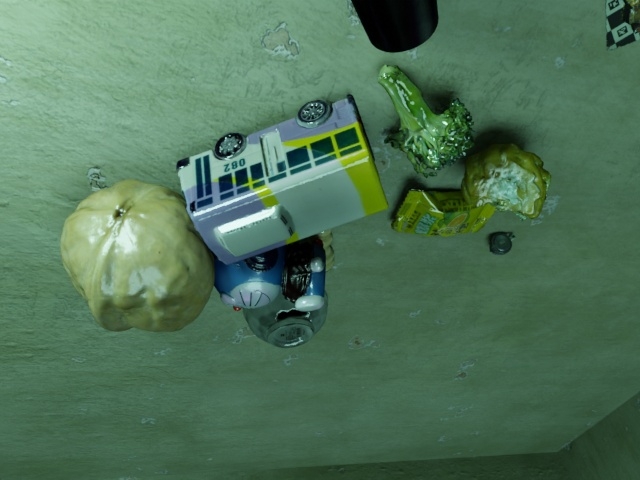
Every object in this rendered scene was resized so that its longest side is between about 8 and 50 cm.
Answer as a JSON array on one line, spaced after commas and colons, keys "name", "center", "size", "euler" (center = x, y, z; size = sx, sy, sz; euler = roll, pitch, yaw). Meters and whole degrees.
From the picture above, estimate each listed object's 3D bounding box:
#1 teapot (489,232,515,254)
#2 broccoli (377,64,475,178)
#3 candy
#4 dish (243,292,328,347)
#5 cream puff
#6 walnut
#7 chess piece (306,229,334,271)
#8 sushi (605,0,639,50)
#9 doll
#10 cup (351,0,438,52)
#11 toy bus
[{"name": "teapot", "center": [0.553, 0.011, 1.931], "size": [0.088, 0.066, 0.057], "euler": [-28, 165, -18]}, {"name": "broccoli", "center": [0.217, -0.281, 1.454], "size": [0.275, 0.177, 0.198], "euler": [36, 162, -11]}, {"name": "candy", "center": [0.350, -0.078, 1.741], "size": [0.297, 0.081, 0.187], "euler": [1, 141, -16]}, {"name": "dish", "center": [-0.100, 0.249, 1.979], "size": [0.303, 0.120, 0.303], "euler": [-8, 142, -6]}, {"name": "cream puff", "center": [0.469, -0.165, 1.594], "size": [0.221, 0.194, 0.194], "euler": [18, 138, 5]}, {"name": "walnut", "center": [-0.421, 0.046, 1.482], "size": [0.381, 0.381, 0.381], "euler": [-8, 141, -6]}, {"name": "chess piece", "center": [0.000, 0.000, 1.736], "size": [0.094, 0.094, 0.170], "euler": [-4, 135, -11]}, {"name": "sushi", "center": [0.699, -0.526, 1.332], "size": [0.193, 0.043, 0.279], "euler": [-19, 141, 8]}, {"name": "doll", "center": [-0.144, 0.072, 1.644], "size": [0.310, 0.240, 0.284], "euler": [6, 162, -4]}, {"name": "cup", "center": [0.168, -0.471, 1.157], "size": [0.239, 0.166, 0.177], "euler": [-20, 144, 10]}, {"name": "toy bus", "center": [-0.088, -0.122, 1.432], "size": [0.440, 0.249, 0.209], "euler": [-19, 140, 7]}]
